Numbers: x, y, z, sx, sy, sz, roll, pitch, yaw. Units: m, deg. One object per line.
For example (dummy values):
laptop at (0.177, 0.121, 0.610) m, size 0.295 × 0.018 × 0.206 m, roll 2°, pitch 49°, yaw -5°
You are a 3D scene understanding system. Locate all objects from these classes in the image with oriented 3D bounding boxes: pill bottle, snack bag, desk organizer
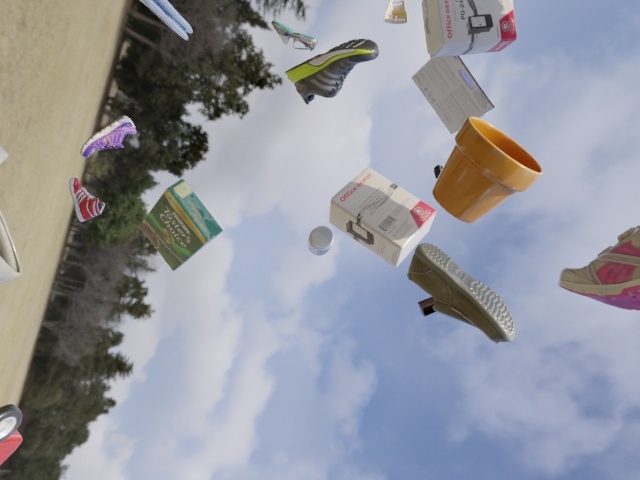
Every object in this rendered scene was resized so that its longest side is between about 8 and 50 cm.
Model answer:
pill bottle at (0.000, 0.000, 1.492) m, size 0.137 × 0.078 × 0.078 m, roll 113°, pitch -11°, yaw -78°
snack bag at (-0.383, -0.483, 0.772) m, size 0.037 × 0.342 × 0.323 m, roll -49°, pitch -172°, yaw 8°
desk organizer at (0.371, 0.194, 1.461) m, size 0.130 × 0.047 × 0.050 m, roll -23°, pitch -169°, yaw 6°

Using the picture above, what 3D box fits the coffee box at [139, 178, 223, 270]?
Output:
coffee box at (-0.252, -0.022, 0.843) m, size 0.040 × 0.113 × 0.184 m, roll -40°, pitch -172°, yaw -39°

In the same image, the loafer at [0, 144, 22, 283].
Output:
loafer at (-0.361, -0.092, 0.450) m, size 0.112 × 0.111 × 0.320 m, roll -117°, pitch -150°, yaw -53°

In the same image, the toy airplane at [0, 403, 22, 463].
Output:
toy airplane at (-0.590, 0.310, 0.541) m, size 0.273 × 0.384 × 0.386 m, roll -62°, pitch -154°, yaw 7°

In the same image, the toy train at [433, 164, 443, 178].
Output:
toy train at (0.424, -0.187, 1.658) m, size 0.036 × 0.027 × 0.159 m, roll -27°, pitch -110°, yaw 46°

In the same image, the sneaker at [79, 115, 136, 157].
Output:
sneaker at (-0.595, -0.278, 1.335) m, size 0.169 × 0.071 × 0.068 m, roll -33°, pitch -154°, yaw -2°

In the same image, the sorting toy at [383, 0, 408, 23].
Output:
sorting toy at (0.265, -0.802, 1.667) m, size 0.045 × 0.083 × 0.075 m, roll -71°, pitch 165°, yaw -76°

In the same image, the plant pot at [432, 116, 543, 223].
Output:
plant pot at (0.368, -0.149, 1.106) m, size 0.188 × 0.205 × 0.205 m, roll -55°, pitch -148°, yaw 31°

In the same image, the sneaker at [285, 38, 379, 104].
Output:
sneaker at (0.043, -0.476, 1.347) m, size 0.299 × 0.121 × 0.111 m, roll -5°, pitch -149°, yaw 41°

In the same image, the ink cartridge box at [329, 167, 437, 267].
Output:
ink cartridge box at (0.165, -0.067, 1.301) m, size 0.172 × 0.237 × 0.100 m, roll -43°, pitch 157°, yaw -28°

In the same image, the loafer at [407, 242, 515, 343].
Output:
loafer at (0.274, 0.113, 0.947) m, size 0.251 × 0.094 × 0.087 m, roll 45°, pitch -58°, yaw 17°

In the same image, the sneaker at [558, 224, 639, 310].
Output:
sneaker at (0.464, 0.036, 0.686) m, size 0.252 × 0.102 × 0.112 m, roll -17°, pitch -121°, yaw 64°

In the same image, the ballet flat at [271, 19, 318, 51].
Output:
ballet flat at (-0.063, -0.464, 1.091) m, size 0.041 × 0.114 × 0.041 m, roll -163°, pitch -90°, yaw -76°

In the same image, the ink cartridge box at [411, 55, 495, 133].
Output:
ink cartridge box at (0.390, -0.442, 1.383) m, size 0.045 × 0.223 × 0.224 m, roll -38°, pitch -175°, yaw -17°

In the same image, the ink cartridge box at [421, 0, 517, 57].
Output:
ink cartridge box at (0.274, -0.408, 0.881) m, size 0.063 × 0.150 × 0.110 m, roll -172°, pitch -106°, yaw -79°

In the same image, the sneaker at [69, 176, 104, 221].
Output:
sneaker at (-0.586, -0.111, 1.199) m, size 0.042 × 0.066 × 0.119 m, roll 95°, pitch -24°, yaw -79°
